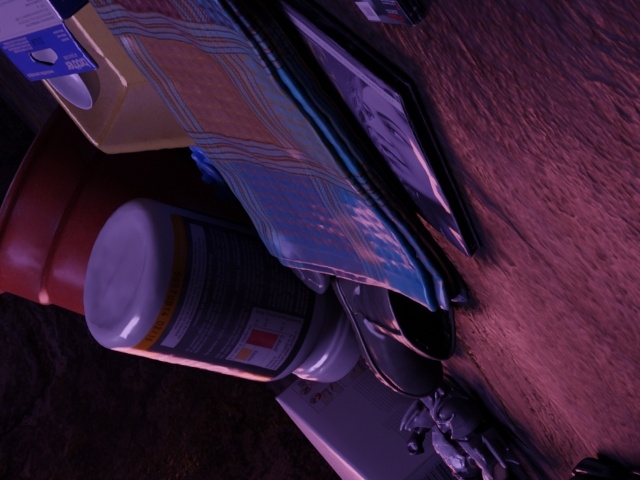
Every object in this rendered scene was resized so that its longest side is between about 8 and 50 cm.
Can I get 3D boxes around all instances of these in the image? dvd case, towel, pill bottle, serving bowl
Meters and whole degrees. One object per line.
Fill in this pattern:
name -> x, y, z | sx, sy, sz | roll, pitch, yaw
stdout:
dvd case -> 0.042, -0.092, 1.401 | 0.164, 0.018, 0.221 | 43, 169, 36
towel -> -0.053, -0.092, 1.516 | 0.271, 0.040, 0.370 | 16, 150, 53
dvd case -> 0.015, -0.187, 1.152 | 0.119, 0.013, 0.087 | 54, 170, -17
pill bottle -> -0.094, 0.061, 1.907 | 0.278, 0.162, 0.162 | 16, -169, -32
serving bowl -> -0.241, -0.167, 1.756 | 0.083, 0.027, 0.083 | 38, 158, 18

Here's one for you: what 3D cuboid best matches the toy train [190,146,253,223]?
toy train -> -0.068, -0.072, 1.834 | 0.105, 0.080, 0.184 | 37, 169, 23

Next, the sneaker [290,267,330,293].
sneaker -> 0.000, 0.000, 1.804 | 0.053, 0.061, 0.152 | 38, 156, 23

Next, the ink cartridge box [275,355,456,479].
ink cartridge box -> 0.120, 0.297, 2.272 | 0.272, 0.130, 0.309 | 53, 171, -31

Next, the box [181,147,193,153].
box -> -0.212, -0.119, 2.350 | 0.295, 0.073, 0.293 | 51, 172, -14

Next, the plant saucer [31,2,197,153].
plant saucer -> -0.225, -0.238, 1.747 | 0.333, 0.081, 0.333 | 53, 158, -18

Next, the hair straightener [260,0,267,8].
hair straightener -> -0.057, -0.188, 1.447 | 0.089, 0.047, 0.230 | 39, 164, 8

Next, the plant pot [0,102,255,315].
plant pot -> -0.207, -0.006, 2.104 | 0.265, 0.272, 0.272 | 25, 168, 5

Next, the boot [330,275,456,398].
boot -> 0.091, 0.090, 1.778 | 0.190, 0.076, 0.208 | 53, 164, -16

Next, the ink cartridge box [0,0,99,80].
ink cartridge box -> -0.306, -0.282, 1.617 | 0.311, 0.065, 0.186 | 55, 156, -17

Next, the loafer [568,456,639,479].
loafer -> 0.258, 0.246, 1.535 | 0.096, 0.084, 0.267 | 49, 171, -5

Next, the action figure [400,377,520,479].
action figure -> 0.165, 0.263, 1.995 | 0.185, 0.099, 0.285 | -117, 3, -46
